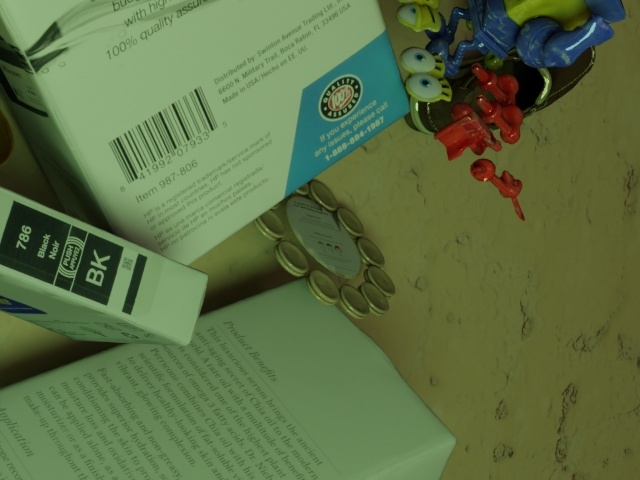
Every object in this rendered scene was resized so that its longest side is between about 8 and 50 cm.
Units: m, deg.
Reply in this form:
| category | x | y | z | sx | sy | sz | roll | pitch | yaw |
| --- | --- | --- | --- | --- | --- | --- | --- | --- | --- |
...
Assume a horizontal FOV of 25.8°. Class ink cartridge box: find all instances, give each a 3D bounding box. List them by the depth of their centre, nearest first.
| category | x | y | z | sx | sy | sz | roll | pitch | yaw |
| --- | --- | --- | --- | --- | --- | --- | --- | --- | --- |
| ink cartridge box | -0.257 | -0.002 | 0.989 | 0.332 | 0.165 | 0.065 | 25 | 73 | -39 |
| ink cartridge box | -0.128 | -0.209 | 1.099 | 0.285 | 0.166 | 0.395 | -35 | 130 | -17 |

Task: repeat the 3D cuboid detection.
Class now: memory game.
| category | x | y | z | sx | sy | sz | roll | pitch | yaw |
| --- | --- | --- | --- | --- | --- | --- | --- | --- | --- |
| memory game | 0.000 | 0.000 | 1.314 | 0.186 | 0.186 | 0.012 | 27 | 122 | -37 |

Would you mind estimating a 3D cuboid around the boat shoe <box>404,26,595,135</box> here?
| category | x | y | z | sx | sy | sz | roll | pitch | yaw |
| --- | --- | --- | --- | --- | --- | --- | --- | --- | --- |
| boat shoe | 0.210 | -0.163 | 1.468 | 0.257 | 0.095 | 0.095 | -26 | 114 | -30 |

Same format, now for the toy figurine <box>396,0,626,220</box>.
| category | x | y | z | sx | sy | sz | roll | pitch | yaw |
| --- | --- | --- | --- | --- | --- | --- | --- | --- | --- |
| toy figurine | 0.206 | -0.225 | 1.268 | 0.191 | 0.217 | 0.362 | 43 | 31 | -36 |

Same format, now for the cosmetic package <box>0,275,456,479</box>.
| category | x | y | z | sx | sy | sz | roll | pitch | yaw |
| --- | --- | --- | --- | --- | --- | --- | --- | --- | --- |
| cosmetic package | -0.138 | 0.217 | 1.176 | 0.453 | 0.230 | 0.161 | -19 | 141 | -32 |

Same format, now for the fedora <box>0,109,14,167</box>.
| category | x | y | z | sx | sy | sz | roll | pitch | yaw |
| --- | --- | --- | --- | --- | --- | --- | --- | --- | --- |
| fedora | -0.287 | -0.128 | 0.997 | 0.194 | 0.194 | 0.079 | 20 | 114 | -38 |
